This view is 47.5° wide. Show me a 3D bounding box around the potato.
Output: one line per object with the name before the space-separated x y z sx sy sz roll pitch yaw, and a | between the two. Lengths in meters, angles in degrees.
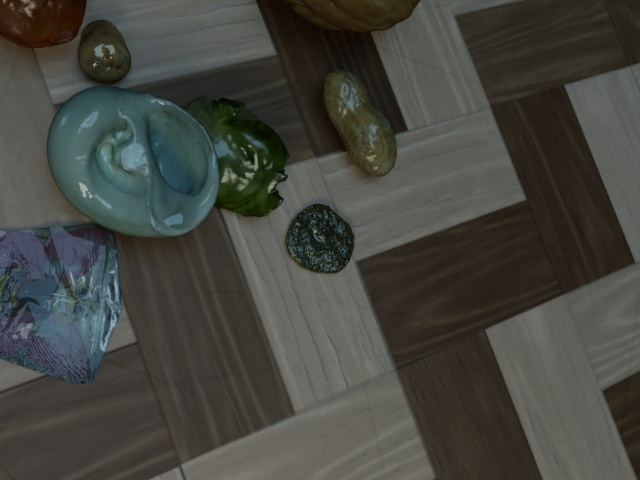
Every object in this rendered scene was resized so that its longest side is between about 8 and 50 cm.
potato | -0.291 -0.255 0.977 0.068 0.062 0.083 -1 57 -36

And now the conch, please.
conch | -0.232 -0.098 0.920 0.185 0.121 0.221 -44 96 6

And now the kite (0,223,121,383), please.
kite | -0.423 0.060 0.879 0.360 0.022 0.204 8 76 -20

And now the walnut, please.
walnut | 0.046 -0.416 1.050 0.257 0.257 0.225 11 43 -18

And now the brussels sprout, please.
brussels sprout | -0.124 -0.117 0.993 0.139 0.100 0.181 -45 108 -3

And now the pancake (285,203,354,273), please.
pancake | 0.001 0.001 1.052 0.108 0.017 0.108 3 81 -20

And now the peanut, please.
peanut | 0.059 -0.176 1.077 0.080 0.080 0.174 -31 91 -23

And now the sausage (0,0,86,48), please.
sausage | -0.358 -0.374 0.921 0.141 0.153 0.268 9 77 -19
